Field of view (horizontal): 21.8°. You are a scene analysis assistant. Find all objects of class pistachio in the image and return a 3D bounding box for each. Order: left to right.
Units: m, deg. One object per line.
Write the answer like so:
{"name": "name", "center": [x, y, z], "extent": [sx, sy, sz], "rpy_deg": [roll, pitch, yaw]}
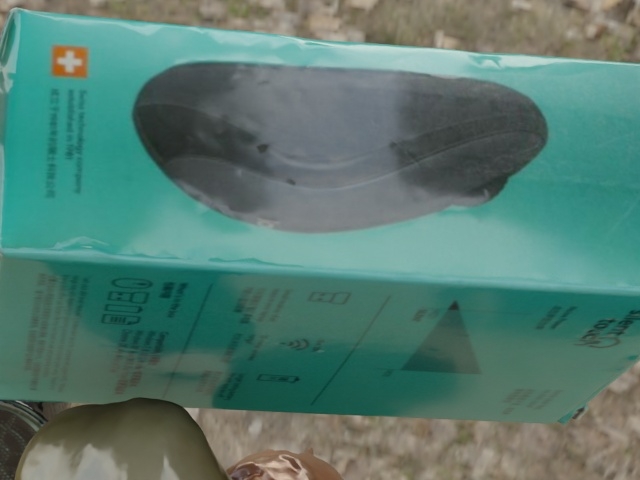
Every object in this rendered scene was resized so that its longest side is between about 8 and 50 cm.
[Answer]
{"name": "pistachio", "center": [-0.078, 0.140, 0.709], "extent": [0.113, 0.113, 0.149], "rpy_deg": [-4, 53, -8]}

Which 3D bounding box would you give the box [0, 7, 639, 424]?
{"name": "box", "center": [0.000, 0.000, 0.768], "extent": [0.311, 0.205, 0.118], "rpy_deg": [4, 69, -10]}

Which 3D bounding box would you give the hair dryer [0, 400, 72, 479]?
{"name": "hair dryer", "center": [-0.207, -0.007, 0.893], "extent": [0.078, 0.248, 0.195], "rpy_deg": [-20, 32, 12]}

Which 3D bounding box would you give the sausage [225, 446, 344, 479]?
{"name": "sausage", "center": [0.027, 0.258, 1.025], "extent": [0.094, 0.419, 0.094], "rpy_deg": [7, 52, 27]}
